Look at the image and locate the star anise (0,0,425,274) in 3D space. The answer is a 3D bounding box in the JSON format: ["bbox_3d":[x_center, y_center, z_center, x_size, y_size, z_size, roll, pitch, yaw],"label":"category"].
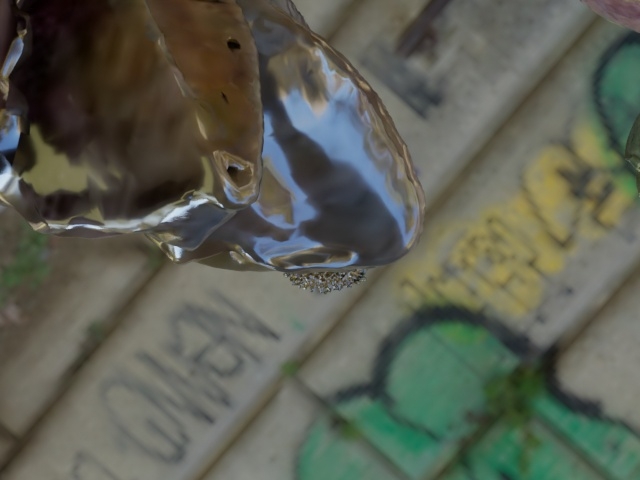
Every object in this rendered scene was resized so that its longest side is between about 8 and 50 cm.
[{"bbox_3d":[-0.108,-0.066,0.658,0.315,0.315,0.108,-24,130,-83],"label":"star anise"}]

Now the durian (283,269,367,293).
[{"bbox_3d":[0.000,0.000,1.406,0.091,0.080,0.080,-10,159,-23],"label":"durian"}]

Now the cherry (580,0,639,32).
[{"bbox_3d":[0.249,-0.242,1.201,0.285,0.213,0.236,17,-87,55],"label":"cherry"}]

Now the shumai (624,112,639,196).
[{"bbox_3d":[0.362,-0.033,1.470,0.330,0.288,0.292,-23,157,-50],"label":"shumai"}]
